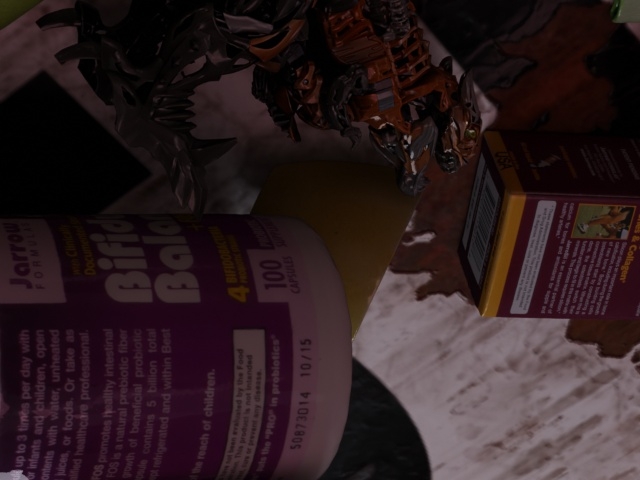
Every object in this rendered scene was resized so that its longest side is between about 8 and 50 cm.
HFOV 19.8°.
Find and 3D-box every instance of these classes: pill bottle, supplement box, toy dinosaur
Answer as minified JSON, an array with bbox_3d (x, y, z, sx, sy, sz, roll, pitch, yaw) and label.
[{"bbox_3d":[-0.148,0.068,1.051,0.302,0.169,0.169,-1,127,-22],"label":"pill bottle"},{"bbox_3d":[0.199,-0.009,1.249,0.188,0.081,0.104,2,125,-12],"label":"supplement box"},{"bbox_3d":[-0.041,-0.143,1.089,0.218,0.164,0.322,-41,94,2],"label":"toy dinosaur"}]

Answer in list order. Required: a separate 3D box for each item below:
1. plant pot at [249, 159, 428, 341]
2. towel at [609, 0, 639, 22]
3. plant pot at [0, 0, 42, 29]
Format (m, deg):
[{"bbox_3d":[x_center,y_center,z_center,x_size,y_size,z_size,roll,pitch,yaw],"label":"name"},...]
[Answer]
[{"bbox_3d":[0.000,0.000,1.200,0.095,0.134,0.134,25,121,1],"label":"plant pot"},{"bbox_3d":[0.267,-0.185,1.168,0.152,0.023,0.113,-2,126,-9],"label":"towel"},{"bbox_3d":[-0.279,-0.174,0.947,0.275,0.274,0.293,31,130,-29],"label":"plant pot"}]
